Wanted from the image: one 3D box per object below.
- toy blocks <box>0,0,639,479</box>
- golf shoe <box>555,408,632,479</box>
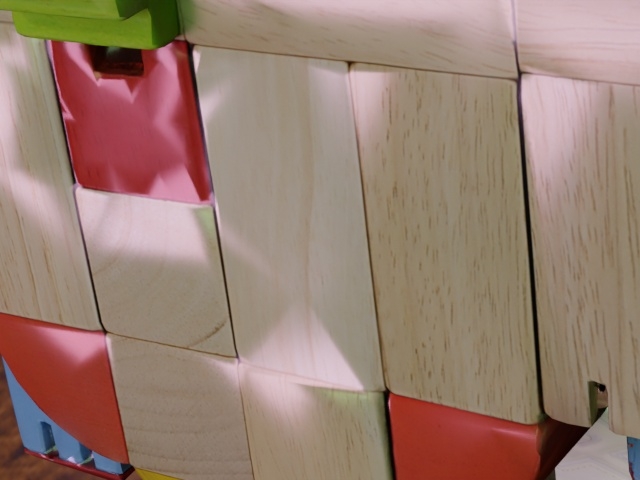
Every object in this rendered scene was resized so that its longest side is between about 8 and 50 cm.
[{"bbox_3d":[0.000,0.000,0.534,0.381,0.191,0.261,9,121,31],"label":"toy blocks"},{"bbox_3d":[0.108,0.066,0.668,0.306,0.115,0.140,13,113,30],"label":"golf shoe"}]
